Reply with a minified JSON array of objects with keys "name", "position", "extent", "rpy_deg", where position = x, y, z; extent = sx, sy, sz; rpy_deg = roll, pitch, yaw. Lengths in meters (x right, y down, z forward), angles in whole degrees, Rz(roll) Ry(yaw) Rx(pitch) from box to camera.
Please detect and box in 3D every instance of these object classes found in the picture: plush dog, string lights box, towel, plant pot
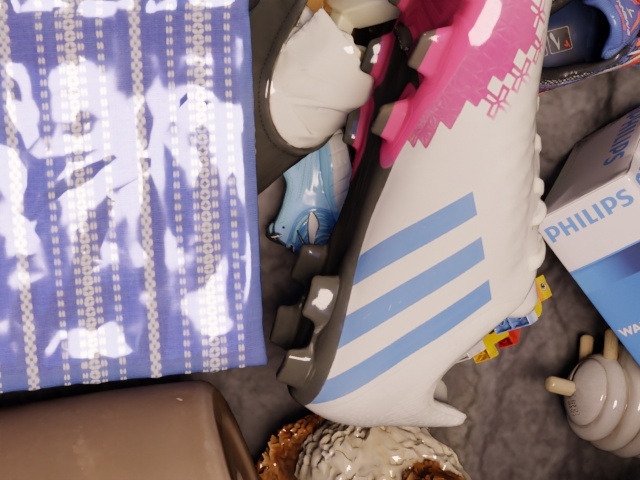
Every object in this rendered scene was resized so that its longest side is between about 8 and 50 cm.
[{"name":"plush dog","position":[0.057,0.219,0.674],"extent":[0.211,0.262,0.225],"rpy_deg":[-26,111,-35]},{"name":"string lights box","position":[0.266,0.043,0.687],"extent":[0.077,0.133,0.259],"rpy_deg":[-32,100,39]},{"name":"towel","position":[-0.198,-0.026,0.561],"extent":[0.336,0.040,0.243],"rpy_deg":[-4,101,-14]},{"name":"plant pot","position":[-0.148,0.195,0.608],"extent":[0.229,0.263,0.263],"rpy_deg":[-20,98,-2]}]

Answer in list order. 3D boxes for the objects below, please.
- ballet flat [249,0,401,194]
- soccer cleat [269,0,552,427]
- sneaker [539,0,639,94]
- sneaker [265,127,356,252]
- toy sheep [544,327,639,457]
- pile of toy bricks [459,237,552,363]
[{"name":"ballet flat","position":[0.012,-0.144,0.640],"extent":[0.095,0.096,0.280],"rpy_deg":[32,82,-46]},{"name":"soccer cleat","position":[0.081,-0.033,0.586],"extent":[0.143,0.116,0.331],"rpy_deg":[15,113,-15]},{"name":"sneaker","position":[0.204,-0.150,0.689],"extent":[0.221,0.087,0.083],"rpy_deg":[-25,99,-1]},{"name":"sneaker","position":[0.000,0.000,0.711],"extent":[0.073,0.063,0.162],"rpy_deg":[-11,89,8]},{"name":"toy sheep","position":[0.221,0.113,0.724],"extent":[0.132,0.091,0.091],"rpy_deg":[13,95,-12]},{"name":"pile of toy bricks","position":[0.115,-0.032,0.700],"extent":[0.105,0.118,0.212],"rpy_deg":[-23,87,-41]}]
